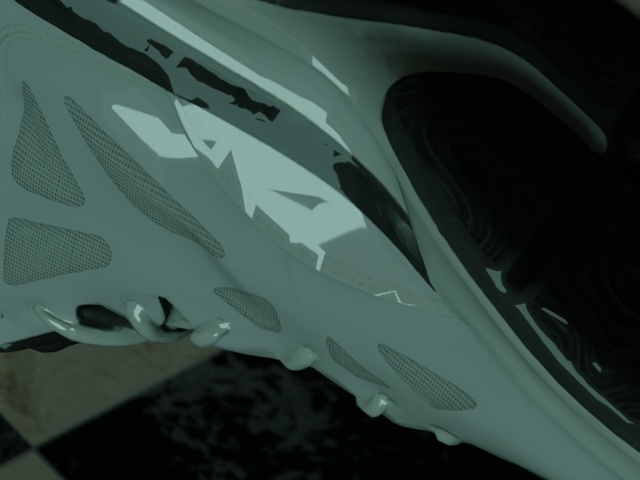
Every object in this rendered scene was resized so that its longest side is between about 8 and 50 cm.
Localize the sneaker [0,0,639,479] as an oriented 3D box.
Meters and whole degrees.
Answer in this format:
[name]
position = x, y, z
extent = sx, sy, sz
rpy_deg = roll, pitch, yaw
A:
[sneaker]
position = 0.000, -0.001, 0.638
extent = 0.447, 0.169, 0.257
rpy_deg = 41, 136, -1
